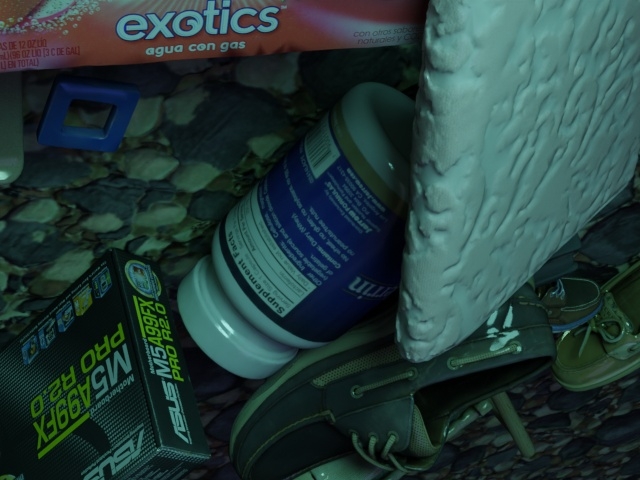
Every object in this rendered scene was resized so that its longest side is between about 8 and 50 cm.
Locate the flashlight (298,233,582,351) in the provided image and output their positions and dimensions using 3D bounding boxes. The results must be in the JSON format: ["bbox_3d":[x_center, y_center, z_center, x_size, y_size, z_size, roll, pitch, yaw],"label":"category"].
[{"bbox_3d":[0.113,0.049,1.076,0.304,0.103,0.103,-20,140,-10],"label":"flashlight"}]

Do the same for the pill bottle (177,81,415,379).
[{"bbox_3d":[0.000,0.000,0.899,0.153,0.153,0.265,19,129,-42],"label":"pill bottle"}]

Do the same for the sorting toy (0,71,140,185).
[{"bbox_3d":[-0.298,-0.113,0.689,0.348,0.047,0.196,-7,142,-20],"label":"sorting toy"}]

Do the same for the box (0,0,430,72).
[{"bbox_3d":[-0.083,-0.206,0.593,0.300,0.154,0.142,-7,141,-18],"label":"box"}]

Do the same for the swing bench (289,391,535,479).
[{"bbox_3d":[0.090,0.218,1.176,0.253,0.165,0.254,-36,143,-6],"label":"swing bench"}]

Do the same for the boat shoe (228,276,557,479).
[{"bbox_3d":[0.063,0.150,0.973,0.355,0.130,0.132,-37,144,15],"label":"boat shoe"}]

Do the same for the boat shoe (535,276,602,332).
[{"bbox_3d":[0.252,0.067,1.186,0.183,0.066,0.066,-8,141,-18],"label":"boat shoe"}]

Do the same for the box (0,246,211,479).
[{"bbox_3d":[-0.232,0.169,0.944,0.270,0.216,0.060,-39,140,24],"label":"box"}]

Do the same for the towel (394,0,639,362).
[{"bbox_3d":[0.169,-0.104,0.760,0.317,0.053,0.331,-37,144,-34],"label":"towel"}]

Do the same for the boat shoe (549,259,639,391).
[{"bbox_3d":[0.387,0.072,1.244,0.285,0.104,0.089,-42,136,10],"label":"boat shoe"}]
